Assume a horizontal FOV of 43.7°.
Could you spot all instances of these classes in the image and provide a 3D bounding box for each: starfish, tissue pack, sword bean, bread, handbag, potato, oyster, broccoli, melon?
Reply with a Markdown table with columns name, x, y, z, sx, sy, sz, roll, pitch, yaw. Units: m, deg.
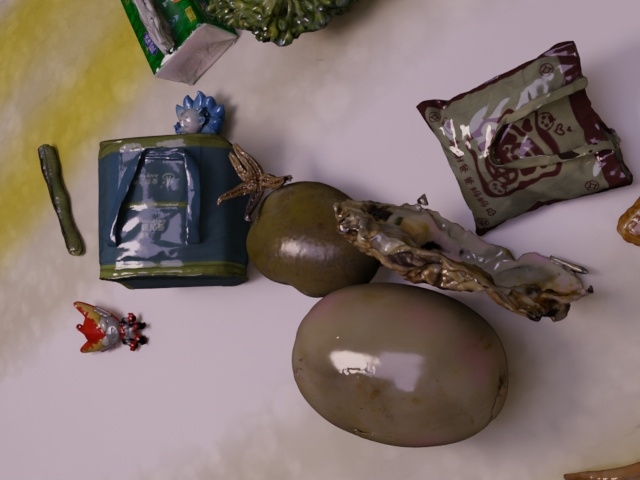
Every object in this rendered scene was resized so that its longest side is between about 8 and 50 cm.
| name | x | y | z | sx | sy | sz | roll | pitch | yaw |
| --- | --- | --- | --- | --- | --- | --- | --- | --- | --- |
| starfish | -0.096 | -0.089 | 1.257 | 0.130 | 0.041 | 0.133 | 0 | 78 | 23 |
| tissue pack | -0.284 | -0.421 | 1.474 | 0.148 | 0.156 | 0.209 | -39 | 67 | 29 |
| sword bean | -0.557 | -0.085 | 1.709 | 0.043 | 0.038 | 0.269 | -48 | 59 | 51 |
| bread | 0.437 | -0.059 | 1.003 | 0.052 | 0.044 | 0.157 | 48 | 111 | 35 |
| handbag | -0.250 | -0.045 | 1.362 | 0.262 | 0.222 | 0.241 | -4 | 81 | 6 |
| potato | 0.000 | 0.000 | 1.235 | 0.251 | 0.159 | 0.175 | 21 | 89 | 30 |
| oyster | 0.177 | 0.033 | 1.076 | 0.354 | 0.201 | 0.107 | 28 | 117 | 18 |
| broccoli | -0.047 | -0.487 | 1.282 | 0.323 | 0.272 | 0.335 | -12 | 68 | -6 |
| handbag | 0.268 | -0.130 | 1.074 | 0.235 | 0.127 | 0.213 | -20 | 99 | 37 |
| melon | 0.103 | 0.171 | 1.111 | 0.316 | 0.223 | 0.223 | 4 | 88 | 33 |

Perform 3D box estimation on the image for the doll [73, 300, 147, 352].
| name | x | y | z | sx | sy | sz | roll | pitch | yaw |
| --- | --- | --- | --- | --- | --- | --- | --- | --- | --- |
| doll | -0.415 | 0.176 | 1.577 | 0.168 | 0.057 | 0.109 | 0 | 103 | 21 |

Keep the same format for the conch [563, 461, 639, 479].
| name | x | y | z | sx | sy | sz | roll | pitch | yaw |
| --- | --- | --- | --- | --- | --- | --- | --- | --- | --- |
| conch | 0.441 | 0.276 | 0.951 | 0.330 | 0.109 | 0.093 | -18 | 35 | 53 |

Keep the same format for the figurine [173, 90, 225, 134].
| name | x | y | z | sx | sy | sz | roll | pitch | yaw |
| --- | --- | --- | --- | --- | --- | --- | --- | --- | --- |
| figurine | -0.216 | -0.221 | 1.453 | 0.114 | 0.079 | 0.114 | -9 | 75 | 37 |
